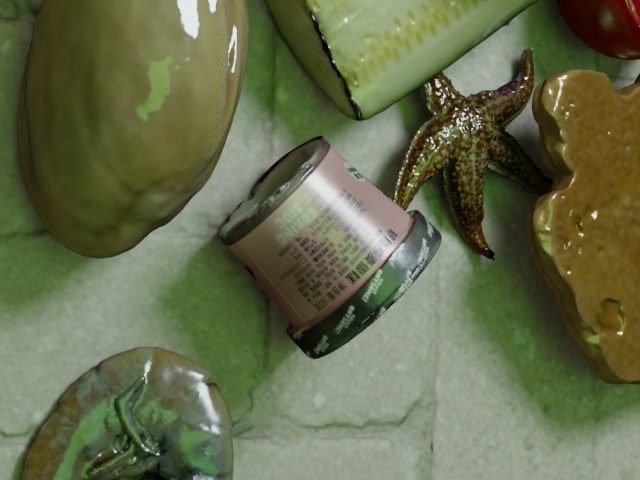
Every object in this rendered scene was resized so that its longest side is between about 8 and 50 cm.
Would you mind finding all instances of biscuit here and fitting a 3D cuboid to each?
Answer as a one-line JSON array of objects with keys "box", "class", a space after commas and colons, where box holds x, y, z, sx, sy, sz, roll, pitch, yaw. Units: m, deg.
[{"box": [0.296, -0.005, 1.745, 0.269, 0.051, 0.376, -51, 119, -27], "class": "biscuit"}]

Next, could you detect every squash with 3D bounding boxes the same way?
[{"box": [0.079, -0.239, 1.642, 0.252, 0.093, 0.169, -36, 116, -16], "class": "squash"}]

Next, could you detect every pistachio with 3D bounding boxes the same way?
[{"box": [-0.147, -0.130, 1.507, 0.162, 0.181, 0.293, 13, 85, -62], "class": "pistachio"}]

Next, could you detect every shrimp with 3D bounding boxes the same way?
[{"box": [-0.148, 0.232, 1.545, 0.178, 0.075, 0.289, -3, 91, -17], "class": "shrimp"}]

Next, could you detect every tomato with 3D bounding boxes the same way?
[{"box": [0.265, -0.228, 1.742, 0.159, 0.091, 0.139, -46, 117, -51], "class": "tomato"}]

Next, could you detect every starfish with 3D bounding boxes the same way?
[{"box": [0.123, -0.097, 1.689, 0.213, 0.057, 0.238, -32, 103, -30], "class": "starfish"}]

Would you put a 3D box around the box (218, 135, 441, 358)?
[{"box": [0.000, 0.000, 1.582, 0.135, 0.151, 0.151, 45, 71, -8], "class": "box"}]
